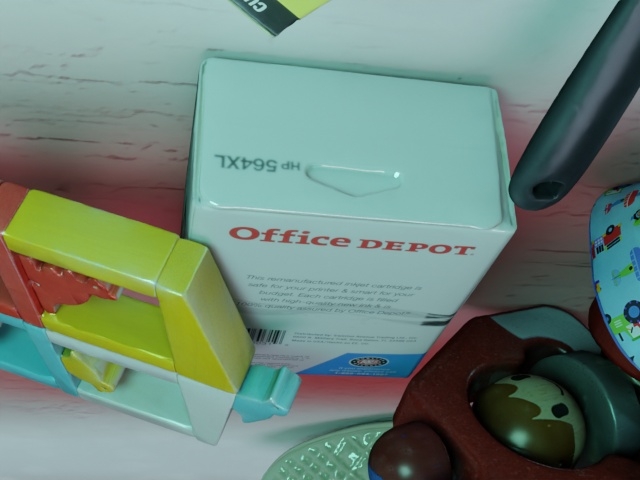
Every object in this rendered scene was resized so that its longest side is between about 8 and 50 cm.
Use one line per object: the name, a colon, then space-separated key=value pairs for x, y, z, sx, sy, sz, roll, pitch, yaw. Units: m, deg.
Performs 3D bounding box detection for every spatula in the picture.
spatula: x=0.142 y=-0.108 z=0.370 sx=0.084 sy=0.030 sz=0.296 roll=8 pitch=141 yaw=-18

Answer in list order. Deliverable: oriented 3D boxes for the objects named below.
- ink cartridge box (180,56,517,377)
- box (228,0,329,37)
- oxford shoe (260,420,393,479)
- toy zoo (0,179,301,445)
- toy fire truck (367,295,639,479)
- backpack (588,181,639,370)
ink cartridge box: x=0.000 y=0.000 z=0.559 sx=0.148 sy=0.085 sz=0.203 roll=4 pitch=152 yaw=-10
box: x=0.055 y=-0.149 z=0.279 sx=0.232 sy=0.087 sz=0.058 roll=-26 pitch=134 yaw=35
oxford shoe: x=0.166 y=0.241 z=0.961 sx=0.450 sy=0.169 sz=0.130 roll=-7 pitch=171 yaw=9
toy zoo: x=-0.150 y=0.032 z=0.555 sx=0.293 sy=0.030 sz=0.192 roll=17 pitch=150 yaw=10
toy fire truck: x=0.168 y=0.149 z=0.613 sx=0.254 sy=0.302 sz=0.169 roll=-6 pitch=130 yaw=-35
backpack: x=0.233 y=0.015 z=0.541 sx=0.173 sy=0.158 sz=0.117 roll=18 pitch=140 yaw=-11
